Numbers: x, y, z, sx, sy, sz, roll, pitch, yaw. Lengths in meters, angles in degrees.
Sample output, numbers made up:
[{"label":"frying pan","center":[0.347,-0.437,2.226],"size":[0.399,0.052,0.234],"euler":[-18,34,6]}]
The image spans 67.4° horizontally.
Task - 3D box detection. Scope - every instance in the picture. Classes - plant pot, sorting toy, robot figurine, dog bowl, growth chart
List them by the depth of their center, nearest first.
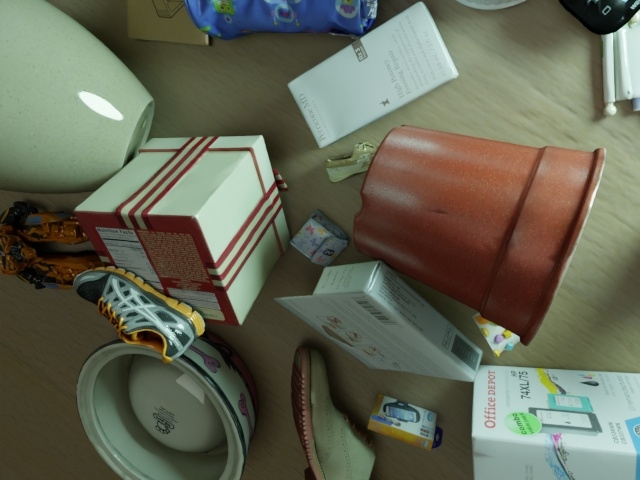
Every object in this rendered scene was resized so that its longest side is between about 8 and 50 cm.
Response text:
[{"label":"growth chart","center":[0.492,-0.234,0.623],"size":[0.237,0.021,0.172],"euler":[0,108,20]},{"label":"plant pot","center":[0.205,-0.033,0.678],"size":[0.264,0.272,0.273],"euler":[22,114,21]},{"label":"sorting toy","center":[0.314,0.152,0.815],"size":[0.075,0.045,0.083],"euler":[-31,96,7]},{"label":"dog bowl","center":[-0.316,0.364,1.048],"size":[0.407,0.150,0.409],"euler":[6,111,17]},{"label":"robot figurine","center":[-0.615,0.018,1.070],"size":[0.290,0.085,0.211],"euler":[0,107,19]}]

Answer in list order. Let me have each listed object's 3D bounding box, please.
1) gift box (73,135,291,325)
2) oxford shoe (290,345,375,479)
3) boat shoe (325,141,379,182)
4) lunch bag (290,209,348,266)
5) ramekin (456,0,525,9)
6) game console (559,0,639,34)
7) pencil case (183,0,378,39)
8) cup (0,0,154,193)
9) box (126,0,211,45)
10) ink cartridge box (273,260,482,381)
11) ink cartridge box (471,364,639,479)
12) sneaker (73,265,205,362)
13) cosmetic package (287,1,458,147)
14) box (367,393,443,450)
[{"label":"gift box","center":[-0.209,-0.019,0.825],"size":[0.254,0.258,0.277],"euler":[7,132,17]},{"label":"oxford shoe","center":[0.028,0.393,0.969],"size":[0.146,0.140,0.398],"euler":[-11,101,-9]},{"label":"boat shoe","center":[0.066,-0.138,0.792],"size":[0.135,0.050,0.045],"euler":[-21,106,25]},{"label":"lunch bag","center":[0.000,0.000,0.863],"size":[0.083,0.053,0.071],"euler":[39,118,-7]},{"label":"ramekin","center":[0.231,-0.411,0.606],"size":[0.206,0.109,0.208],"euler":[6,110,17]},{"label":"game console","center":[0.451,-0.406,0.555],"size":[0.213,0.044,0.361],"euler":[41,113,2]},{"label":"pencil case","center":[-0.054,-0.369,0.718],"size":[0.305,0.119,0.133],"euler":[6,121,18]},{"label":"cup","center":[-0.431,-0.213,0.827],"size":[0.236,0.331,0.331],"euler":[20,116,-15]},{"label":"box","center":[-0.259,-0.446,0.818],"size":[0.164,0.021,0.202],"euler":[12,111,16]},{"label":"ink cartridge box","center":[0.092,0.140,0.801],"size":[0.275,0.060,0.238],"euler":[40,152,-27]},{"label":"ink cartridge box","center":[0.383,0.339,0.761],"size":[0.269,0.198,0.198],"euler":[-2,108,20]},{"label":"sneaker","center":[-0.289,0.112,0.736],"size":[0.214,0.083,0.084],"euler":[24,136,5]},{"label":"cosmetic package","center":[0.078,-0.244,0.733],"size":[0.230,0.085,0.118],"euler":[-25,98,24]},{"label":"box","center":[0.164,0.343,0.906],"size":[0.136,0.081,0.028],"euler":[13,111,15]}]
